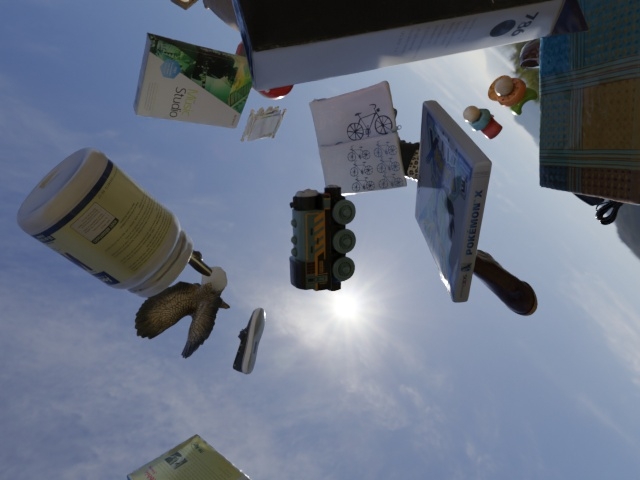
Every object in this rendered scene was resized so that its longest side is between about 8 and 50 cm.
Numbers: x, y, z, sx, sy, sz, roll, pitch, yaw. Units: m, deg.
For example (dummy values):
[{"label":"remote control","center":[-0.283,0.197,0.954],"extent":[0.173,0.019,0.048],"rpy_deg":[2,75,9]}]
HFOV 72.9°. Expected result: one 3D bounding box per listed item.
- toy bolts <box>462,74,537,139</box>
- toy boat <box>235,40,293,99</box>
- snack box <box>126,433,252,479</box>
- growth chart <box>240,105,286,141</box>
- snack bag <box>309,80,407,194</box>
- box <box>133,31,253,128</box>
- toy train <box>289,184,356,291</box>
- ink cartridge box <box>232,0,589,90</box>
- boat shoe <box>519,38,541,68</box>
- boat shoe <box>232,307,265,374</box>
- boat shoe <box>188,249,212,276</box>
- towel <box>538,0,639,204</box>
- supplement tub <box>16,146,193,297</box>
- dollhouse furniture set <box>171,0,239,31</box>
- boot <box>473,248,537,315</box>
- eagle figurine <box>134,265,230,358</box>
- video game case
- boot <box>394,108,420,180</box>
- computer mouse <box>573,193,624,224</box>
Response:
[{"label":"toy bolts","center":[0.621,-0.513,1.588],"extent":[0.159,0.228,0.218],"rpy_deg":[16,-143,-33]},{"label":"toy boat","center":[-0.175,-0.595,1.493],"extent":[0.231,0.151,0.150],"rpy_deg":[24,-108,-42]},{"label":"snack box","center":[-0.272,0.572,0.968],"extent":[0.187,0.322,0.060],"rpy_deg":[-17,-69,-43]},{"label":"growth chart","center":[-0.222,-0.466,1.728],"extent":[0.021,0.172,0.237],"rpy_deg":[43,-145,13]},{"label":"snack bag","center":[0.117,-0.325,1.430],"extent":[0.037,0.323,0.342],"rpy_deg":[-25,-72,-50]},{"label":"box","center":[-0.370,-0.461,1.297],"extent":[0.322,0.232,0.058],"rpy_deg":[-3,-130,-37]},{"label":"toy train","center":[0.000,0.000,1.313],"extent":[0.191,0.333,0.142],"rpy_deg":[-6,-167,-24]},{"label":"ink cartridge box","center":[0.085,-0.246,0.382],"extent":[0.333,0.065,0.165],"rpy_deg":[-14,-100,-9]},{"label":"boat shoe","center":[0.687,-0.522,1.236],"extent":[0.123,0.119,0.324],"rpy_deg":[5,-170,-13]},{"label":"boat shoe","center":[-0.253,0.343,1.503],"extent":[0.080,0.076,0.228],"rpy_deg":[45,-128,-67]},{"label":"boat shoe","center":[-0.402,0.054,1.386],"extent":[0.152,0.056,0.049],"rpy_deg":[41,-126,-7]},{"label":"towel","center":[0.505,-0.266,0.807],"extent":[0.271,0.040,0.369],"rpy_deg":[-126,27,-72]},{"label":"supplement tub","center":[-0.489,-0.031,1.027],"extent":[0.325,0.236,0.235],"rpy_deg":[49,-157,-39]},{"label":"dollhouse furniture set","center":[-0.128,-0.523,0.908],"extent":[0.356,0.173,0.303],"rpy_deg":[32,-117,1]},{"label":"boot","center":[0.464,0.101,1.210],"extent":[0.207,0.090,0.248],"rpy_deg":[22,-156,-22]},{"label":"eagle figurine","center":[-0.426,0.238,1.452],"extent":[0.225,0.227,0.298],"rpy_deg":[65,-159,-3]},{"label":"video game case","center":[0.253,-0.091,0.890],"extent":[0.036,0.299,0.328],"rpy_deg":[-5,-145,-1]},{"label":"boot","center":[0.347,-0.420,1.889],"extent":[0.285,0.138,0.377],"rpy_deg":[18,-122,17]},{"label":"computer mouse","center":[0.835,-0.194,1.351],"extent":[0.072,0.188,0.272],"rpy_deg":[-9,-131,-21]}]
